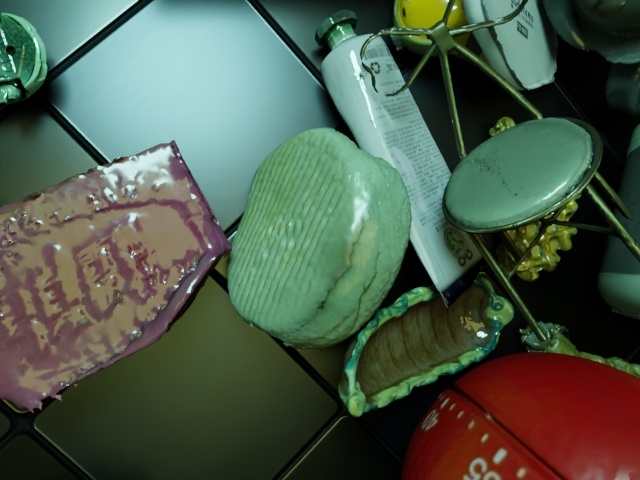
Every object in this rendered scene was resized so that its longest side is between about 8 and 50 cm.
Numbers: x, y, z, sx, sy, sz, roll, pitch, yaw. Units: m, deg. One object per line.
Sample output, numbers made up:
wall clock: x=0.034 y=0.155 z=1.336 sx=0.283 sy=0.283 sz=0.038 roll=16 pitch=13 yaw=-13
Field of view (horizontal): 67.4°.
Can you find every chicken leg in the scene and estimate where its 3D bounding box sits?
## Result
chicken leg: x=0.357 y=0.175 z=0.603 sx=0.228 sy=0.103 sz=0.088 roll=37 pitch=98 yaw=-6

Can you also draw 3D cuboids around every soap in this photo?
soap: x=-0.234 y=0.042 z=0.470 sx=0.289 sy=0.112 sz=0.182 roll=-27 pitch=92 yaw=-10

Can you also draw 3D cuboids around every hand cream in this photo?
hand cream: x=0.092 y=-0.098 z=0.539 sx=0.121 sy=0.076 sz=0.335 roll=-26 pitch=88 yaw=-41

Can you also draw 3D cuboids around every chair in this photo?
chair: x=0.181 y=-0.069 z=0.453 sx=0.160 sy=0.170 sz=0.325 roll=-28 pitch=120 yaw=29

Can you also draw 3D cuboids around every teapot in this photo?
teapot: x=0.373 y=-0.305 z=0.556 sx=0.285 sy=0.305 sz=0.223 roll=-41 pitch=68 yaw=-21

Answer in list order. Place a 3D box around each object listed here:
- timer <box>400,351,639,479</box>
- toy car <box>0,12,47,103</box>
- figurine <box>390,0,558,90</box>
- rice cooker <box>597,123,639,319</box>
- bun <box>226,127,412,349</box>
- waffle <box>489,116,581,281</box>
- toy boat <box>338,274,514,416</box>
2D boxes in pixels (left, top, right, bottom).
timer: x=0.260 y=0.278 z=0.439 sx=0.378 sy=0.378 sz=0.279 roll=43 pitch=88 yaw=-9
toy car: x=-0.354 y=-0.160 z=0.468 sx=0.186 sy=0.058 sz=0.093 roll=-15 pitch=94 yaw=0
figurine: x=0.180 y=-0.250 z=0.578 sx=0.250 sy=0.141 sz=0.166 roll=14 pitch=78 yaw=-48
rice cooker: x=0.491 y=-0.019 z=0.548 sx=0.289 sy=0.288 sz=0.276 roll=16 pitch=86 yaw=-12
bun: x=0.001 y=-0.003 z=0.489 sx=0.108 sy=0.221 sz=0.221 roll=19 pitch=85 yaw=-42
waffle: x=0.259 y=-0.047 z=0.608 sx=0.161 sy=0.046 sz=0.191 roll=25 pitch=87 yaw=-14
toy boat: x=0.097 y=0.108 z=0.507 sx=0.293 sy=0.099 sz=0.108 roll=-14 pitch=97 yaw=-43
